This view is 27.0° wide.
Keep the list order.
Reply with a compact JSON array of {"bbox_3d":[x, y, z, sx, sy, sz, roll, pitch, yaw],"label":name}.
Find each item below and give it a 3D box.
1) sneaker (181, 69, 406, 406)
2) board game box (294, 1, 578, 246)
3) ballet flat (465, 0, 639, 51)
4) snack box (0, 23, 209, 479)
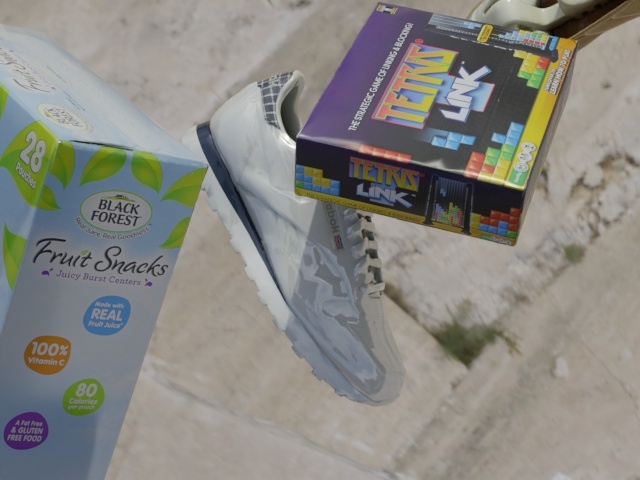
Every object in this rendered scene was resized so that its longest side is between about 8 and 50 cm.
[{"bbox_3d":[0.000,0.000,0.893,0.095,0.090,0.235,-32,84,10],"label":"sneaker"},{"bbox_3d":[0.077,-0.080,0.844,0.141,0.048,0.170,14,42,12],"label":"board game box"},{"bbox_3d":[0.161,-0.166,0.923,0.232,0.073,0.080,-28,67,33],"label":"ballet flat"},{"bbox_3d":[-0.141,0.026,0.565,0.174,0.070,0.207,37,112,50],"label":"snack box"}]
